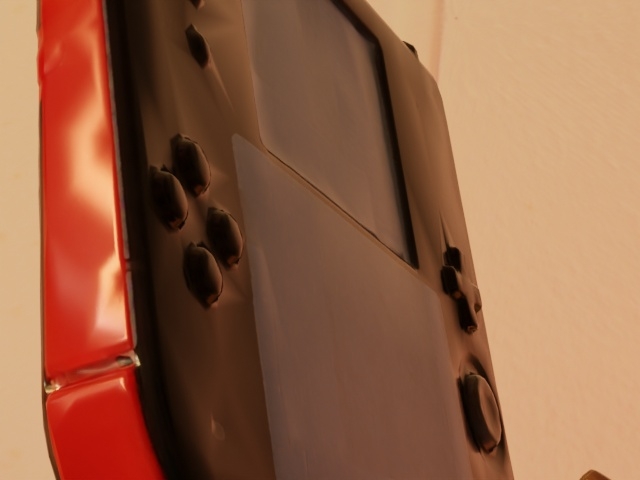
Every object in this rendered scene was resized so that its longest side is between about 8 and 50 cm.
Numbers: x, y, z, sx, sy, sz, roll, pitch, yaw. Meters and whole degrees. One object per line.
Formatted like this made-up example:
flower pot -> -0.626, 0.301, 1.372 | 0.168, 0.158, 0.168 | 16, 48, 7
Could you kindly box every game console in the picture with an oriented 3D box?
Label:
game console -> 0.000, 0.000, 0.679 | 0.060, 0.386, 0.342 | -12, -113, 21

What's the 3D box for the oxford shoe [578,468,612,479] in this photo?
oxford shoe -> 0.140, 0.212, 0.980 | 0.076, 0.076, 0.212 | 50, -46, 15
